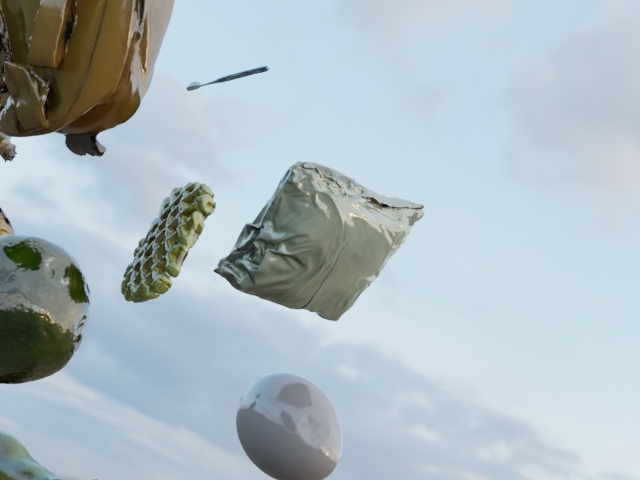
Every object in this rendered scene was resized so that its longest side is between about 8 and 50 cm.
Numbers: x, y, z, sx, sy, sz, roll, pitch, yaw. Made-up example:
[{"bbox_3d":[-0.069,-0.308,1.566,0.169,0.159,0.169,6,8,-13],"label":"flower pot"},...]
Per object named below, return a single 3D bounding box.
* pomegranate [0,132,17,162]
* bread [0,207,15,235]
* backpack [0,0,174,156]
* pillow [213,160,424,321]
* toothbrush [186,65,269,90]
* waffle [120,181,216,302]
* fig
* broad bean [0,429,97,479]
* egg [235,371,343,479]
[{"bbox_3d":[-0.656,-0.215,2.153,0.130,0.130,0.130,20,-16,6],"label":"pomegranate"},{"bbox_3d":[-0.658,0.016,2.042,0.199,0.104,0.199,16,-61,32],"label":"bread"},{"bbox_3d":[-0.316,-0.302,1.381,0.201,0.378,0.353,10,-3,-43],"label":"backpack"},{"bbox_3d":[0.000,0.000,1.878,0.310,0.283,0.138,21,29,-40],"label":"pillow"},{"bbox_3d":[-0.224,-0.389,2.627,0.219,0.019,0.016,-11,-53,21],"label":"toothbrush"},{"bbox_3d":[-0.208,0.002,1.468,0.036,0.183,0.169,34,-22,-25],"label":"waffle"},{"bbox_3d":[-0.414,0.092,1.387,0.195,0.195,0.245,12,12,32],"label":"fig"},{"bbox_3d":[-0.404,0.311,1.476,0.325,0.075,0.067,13,-10,34],"label":"broad bean"},{"bbox_3d":[-0.052,0.331,1.918,0.176,0.176,0.232,34,5,-36],"label":"egg"}]
